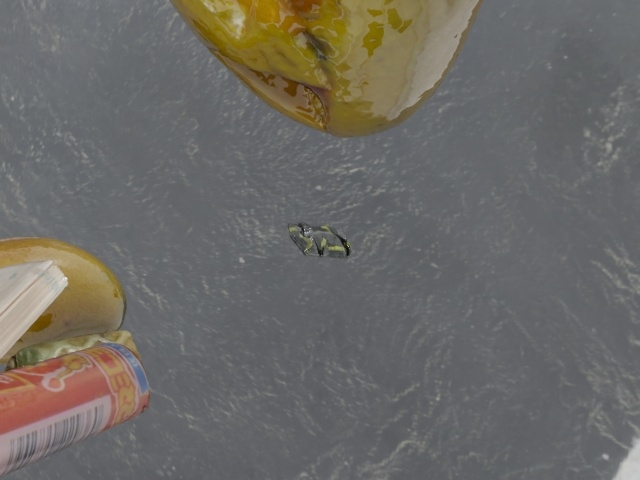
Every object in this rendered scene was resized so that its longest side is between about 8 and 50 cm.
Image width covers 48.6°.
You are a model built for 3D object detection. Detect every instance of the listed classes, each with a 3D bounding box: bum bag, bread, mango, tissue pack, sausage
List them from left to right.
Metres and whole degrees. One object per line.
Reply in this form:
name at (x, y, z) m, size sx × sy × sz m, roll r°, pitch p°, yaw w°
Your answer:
tissue pack at (-0.541, 0.160, 1.073) m, size 0.071 × 0.170 × 0.325 m, roll 60°, pitch 36°, yaw -26°
sausage at (-0.231, 0.130, 0.485) m, size 0.274 × 0.074 × 0.074 m, roll -11°, pitch 96°, yaw -64°
mango at (-0.590, 0.121, 1.466) m, size 0.378 × 0.221 × 0.263 m, roll 5°, pitch 68°, yaw -31°
bread at (-0.430, 0.235, 1.242) m, size 0.232 × 0.088 × 0.128 m, roll -5°, pitch 99°, yaw -40°
bum bag at (0.000, 0.000, 1.798) m, size 0.232 × 0.060 × 0.106 m, roll 8°, pitch 44°, yaw -57°
mango at (0.002, -0.207, 0.443) m, size 0.182 × 0.253 × 0.365 m, roll -61°, pitch 156°, yaw -23°
